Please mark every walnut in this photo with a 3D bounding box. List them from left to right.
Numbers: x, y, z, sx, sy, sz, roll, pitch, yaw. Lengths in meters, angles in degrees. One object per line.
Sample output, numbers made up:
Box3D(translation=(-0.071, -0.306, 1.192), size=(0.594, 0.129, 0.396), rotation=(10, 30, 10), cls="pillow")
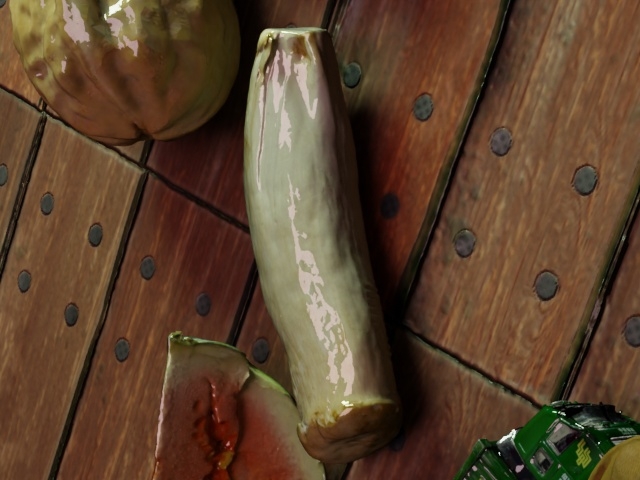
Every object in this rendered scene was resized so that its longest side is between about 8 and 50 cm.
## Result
Box3D(translation=(-0.170, -0.195, 1.402), size=(0.198, 0.198, 0.245), rotation=(-23, 75, 39), cls="walnut")

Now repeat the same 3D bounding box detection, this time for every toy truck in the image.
Box3D(translation=(0.141, 0.223, 1.150), size=(0.121, 0.088, 0.259), rotation=(50, 120, 33), cls="toy truck")

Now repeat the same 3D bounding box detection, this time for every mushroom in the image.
Box3D(translation=(0.000, 0.000, 1.288), size=(0.123, 0.095, 0.351), rotation=(150, 112, -66), cls="mushroom")

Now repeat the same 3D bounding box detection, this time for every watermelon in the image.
Box3D(translation=(-0.056, 0.229, 1.310), size=(0.128, 0.159, 0.303), rotation=(0, 84, 13), cls="watermelon")

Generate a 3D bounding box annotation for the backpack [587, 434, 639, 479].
Box3D(translation=(0.262, 0.292, 0.924), size=(0.353, 0.201, 0.378), rotation=(16, 109, 59), cls="backpack")
